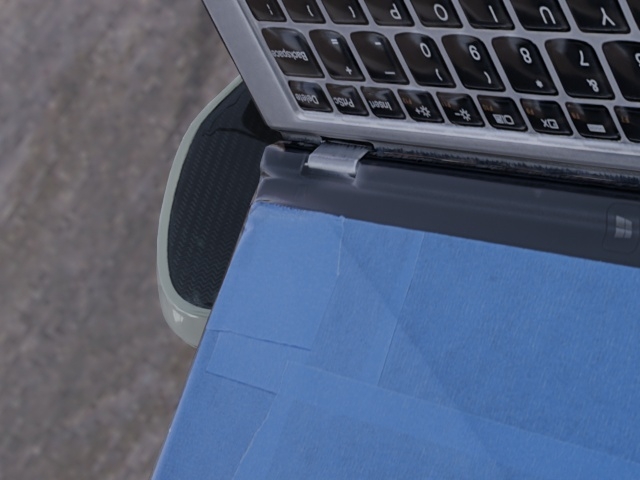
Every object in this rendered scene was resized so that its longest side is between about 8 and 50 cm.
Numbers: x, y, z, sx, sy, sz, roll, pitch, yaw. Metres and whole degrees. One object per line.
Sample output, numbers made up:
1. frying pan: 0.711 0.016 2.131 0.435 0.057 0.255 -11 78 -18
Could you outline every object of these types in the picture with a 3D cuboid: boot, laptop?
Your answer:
1. boot: 0.004 -0.020 0.898 0.088 0.176 0.244 13 57 16
2. laptop: 0.000 0.000 0.489 0.236 0.408 0.382 -40 27 -25
